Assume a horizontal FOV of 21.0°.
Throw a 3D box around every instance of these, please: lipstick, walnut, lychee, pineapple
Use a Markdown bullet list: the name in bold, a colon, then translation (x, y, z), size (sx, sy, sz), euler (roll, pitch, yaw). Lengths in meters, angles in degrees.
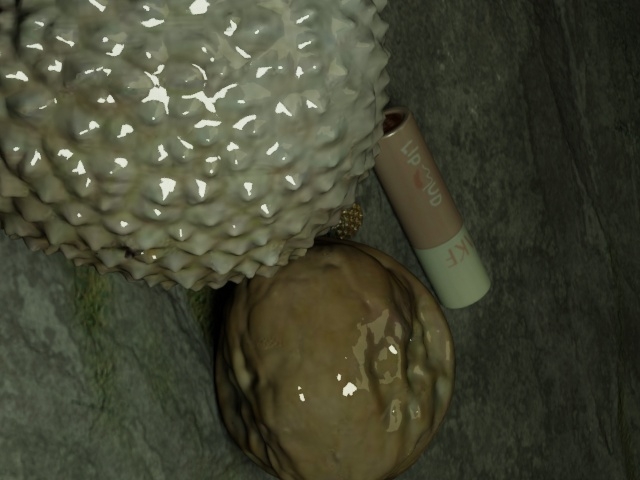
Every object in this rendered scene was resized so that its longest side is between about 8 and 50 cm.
- **lipstick**: translation (0.126, -0.037, 2.063), size (0.254, 0.070, 0.070), euler (62, 40, -27)
- **walnut**: translation (0.012, 0.122, 1.737), size (0.273, 0.227, 0.273), euler (22, 62, -49)
- **lychee**: translation (-0.130, -0.148, 1.462), size (0.432, 0.380, 0.380), euler (-8, 92, -33)
- **pineapple**: translation (0.000, 0.000, 1.896), size (0.124, 0.058, 0.058), euler (-51, 126, -39)
